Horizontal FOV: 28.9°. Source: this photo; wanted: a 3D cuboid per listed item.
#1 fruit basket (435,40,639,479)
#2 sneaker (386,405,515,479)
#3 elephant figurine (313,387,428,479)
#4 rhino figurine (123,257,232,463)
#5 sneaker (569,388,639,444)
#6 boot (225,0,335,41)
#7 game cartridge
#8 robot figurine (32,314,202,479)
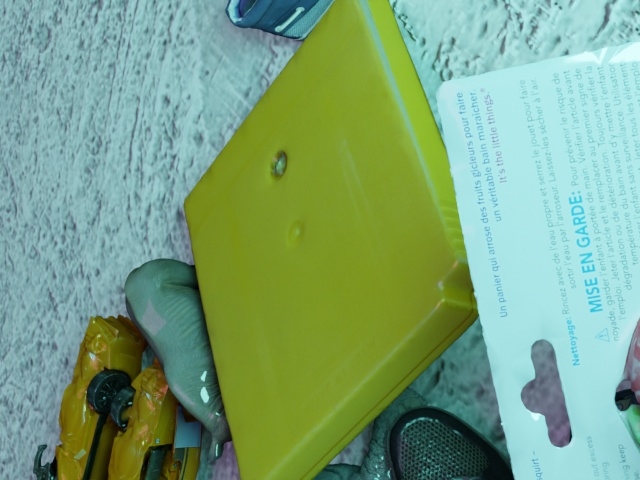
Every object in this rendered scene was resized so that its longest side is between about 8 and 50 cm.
[{"bbox_3d":[0.261,0.044,0.610,0.353,0.165,0.326,-10,102,18],"label":"fruit basket"},{"bbox_3d":[0.115,0.210,0.870,0.087,0.130,0.227,-25,69,0],"label":"sneaker"},{"bbox_3d":[0.001,0.260,1.001,0.169,0.186,0.239,91,174,-65],"label":"elephant figurine"},{"bbox_3d":[-0.097,0.110,1.105,0.073,0.106,0.243,-51,57,33],"label":"rhino figurine"},{"bbox_3d":[0.221,0.123,0.778,0.121,0.111,0.299,49,128,40],"label":"sneaker"},{"bbox_3d":[-0.001,-0.244,1.019,0.069,0.086,0.190,52,124,31],"label":"boot"},{"bbox_3d":[0.000,0.000,0.983,0.285,0.053,0.323,-49,42,34],"label":"game cartridge"},{"bbox_3d":[-0.196,0.233,1.221,0.211,0.085,0.290,27,109,42],"label":"robot figurine"}]
